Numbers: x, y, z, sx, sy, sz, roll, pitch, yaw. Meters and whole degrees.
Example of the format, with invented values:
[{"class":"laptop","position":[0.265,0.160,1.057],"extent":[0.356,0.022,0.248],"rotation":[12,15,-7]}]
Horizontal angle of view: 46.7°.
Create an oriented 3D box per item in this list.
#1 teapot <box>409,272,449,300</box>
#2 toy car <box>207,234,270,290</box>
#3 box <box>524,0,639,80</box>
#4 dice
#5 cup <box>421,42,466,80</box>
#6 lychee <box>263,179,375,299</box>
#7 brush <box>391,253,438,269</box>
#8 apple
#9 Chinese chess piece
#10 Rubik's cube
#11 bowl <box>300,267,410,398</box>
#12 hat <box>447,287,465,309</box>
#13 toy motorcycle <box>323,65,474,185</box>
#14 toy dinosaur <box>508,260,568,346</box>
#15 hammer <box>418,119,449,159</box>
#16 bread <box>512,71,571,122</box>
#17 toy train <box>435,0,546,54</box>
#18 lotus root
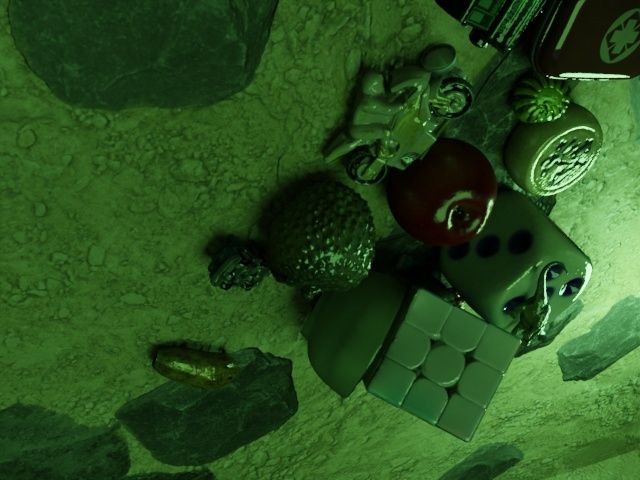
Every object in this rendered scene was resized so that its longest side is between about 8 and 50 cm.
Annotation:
[{"class":"teapot","position":[0.282,0.144,2.118],"extent":[0.108,0.149,0.111],"rotation":[48,59,-32]},{"class":"toy car","position":[-0.191,0.051,1.729],"extent":[0.097,0.100,0.191],"rotation":[-48,156,18]},{"class":"box","position":[0.650,-0.485,1.683],"extent":[0.404,0.108,0.263],"rotation":[-6,133,-29]},{"class":"dice","position":[0.533,0.063,2.039],"extent":[0.304,0.277,0.304],"rotation":[-46,139,15]},{"class":"cup","position":[0.277,-0.357,1.599],"extent":[0.074,0.104,0.116],"rotation":[-47,143,-7]},{"class":"lychee","position":[0.000,0.000,1.689],"extent":[0.255,0.255,0.274],"rotation":[6,89,-35]},{"class":"brush","position":[0.271,0.060,2.073],"extent":[0.164,0.014,0.051],"rotation":[1,131,-34]},{"class":"apple","position":[0.289,-0.112,1.763],"extent":[0.260,0.216,0.260],"rotation":[-15,133,-16]},{"class":"Chinese chess piece","position":[0.600,-0.235,1.912],"extent":[0.257,0.104,0.257],"rotation":[-17,138,-16]},{"class":"Rubik's cube","position":[0.294,0.303,1.909],"extent":[0.291,0.290,0.292],"rotation":[-61,179,-2]},{"class":"bowl","position":[0.070,0.210,1.919],"extent":[0.185,0.354,0.354],"rotation":[30,120,3]},{"class":"hat","position":[0.343,0.202,2.193],"extent":[0.162,0.093,0.112],"rotation":[-7,134,-27]},{"class":"toy motorcycle","position":[0.148,-0.260,1.590],"extent":[0.223,0.108,0.340],"rotation":[34,121,-26]},{"class":"toy dinosaur","position":[0.552,0.195,1.926],"extent":[0.147,0.076,0.363],"rotation":[-38,143,-22]},{"class":"hammer","position":[0.267,-0.253,1.676],"extent":[0.195,0.028,0.060],"rotation":[-53,146,-31]},{"class":"bread","position":[0.529,-0.338,1.767],"extent":[0.139,0.071,0.130],"rotation":[15,102,-13]},{"class":"toy train","position":[0.371,-0.537,1.455],"extent":[0.178,0.138,0.330],"rotation":[11,123,-33]},{"class":"lotus root","position":[-0.321,0.333,1.924],"extent":[0.258,0.097,0.110],"rotation":[16,123,-36]}]
